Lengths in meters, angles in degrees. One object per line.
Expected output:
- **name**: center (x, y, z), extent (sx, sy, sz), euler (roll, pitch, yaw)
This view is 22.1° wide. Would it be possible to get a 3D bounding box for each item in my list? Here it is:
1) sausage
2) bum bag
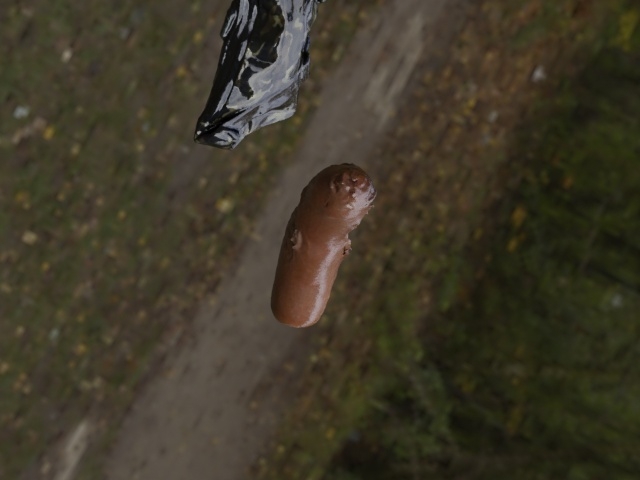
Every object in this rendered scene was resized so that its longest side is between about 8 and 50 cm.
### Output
- **sausage**: center (-0.001, -0.001, 1.889), extent (0.079, 0.087, 0.326), euler (-11, 153, -19)
- **bum bag**: center (-0.041, -0.193, 1.445), extent (0.102, 0.069, 0.248), euler (-22, 138, -57)
